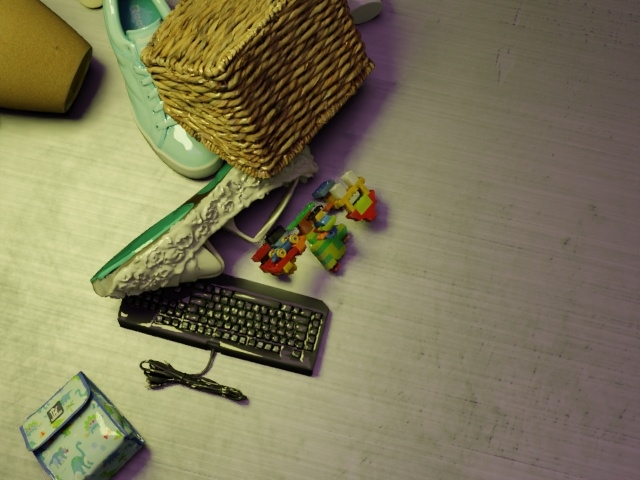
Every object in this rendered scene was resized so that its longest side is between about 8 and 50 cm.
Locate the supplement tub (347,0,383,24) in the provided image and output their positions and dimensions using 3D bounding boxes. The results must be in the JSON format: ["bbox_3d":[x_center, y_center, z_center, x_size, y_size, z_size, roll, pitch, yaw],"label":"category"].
[{"bbox_3d":[0.055,-0.423,1.650,0.071,0.071,0.107,-21,77,-4],"label":"supplement tub"}]

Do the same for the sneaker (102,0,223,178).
[{"bbox_3d":[-0.264,-0.272,1.576,0.135,0.150,0.366,-27,80,-4],"label":"sneaker"}]

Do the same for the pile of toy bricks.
[{"bbox_3d":[0.000,0.000,1.541,0.105,0.118,0.212,50,63,-16],"label":"pile of toy bricks"}]

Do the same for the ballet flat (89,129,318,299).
[{"bbox_3d":[-0.159,-0.026,1.520,0.409,0.147,0.147,-43,79,-14],"label":"ballet flat"}]

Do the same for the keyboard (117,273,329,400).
[{"bbox_3d":[-0.161,0.150,1.533,0.317,0.033,0.201,13,77,6],"label":"keyboard"}]

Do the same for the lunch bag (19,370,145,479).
[{"bbox_3d":[-0.361,0.288,1.475,0.129,0.096,0.151,-43,64,-6],"label":"lunch bag"}]

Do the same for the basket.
[{"bbox_3d":[-0.102,-0.272,1.508,0.213,0.223,0.299,18,58,39],"label":"basket"}]

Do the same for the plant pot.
[{"bbox_3d":[-0.505,-0.305,1.574,0.254,0.237,0.237,24,77,-8],"label":"plant pot"}]

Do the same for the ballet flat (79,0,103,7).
[{"bbox_3d":[-0.366,-0.520,1.680,0.086,0.086,0.248,13,77,5],"label":"ballet flat"}]
